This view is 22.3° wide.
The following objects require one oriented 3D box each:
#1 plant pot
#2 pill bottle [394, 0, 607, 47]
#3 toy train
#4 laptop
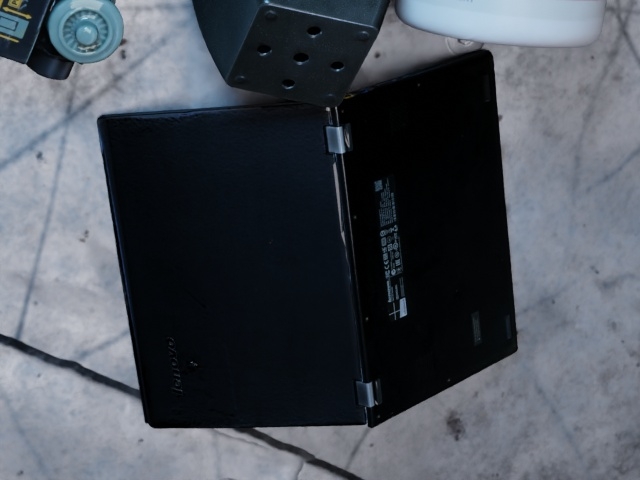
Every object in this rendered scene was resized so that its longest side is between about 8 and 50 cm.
[{"bbox_3d":[-0.022,-0.247,1.682,0.188,0.167,0.187,10,141,-18],"label":"plant pot"},{"bbox_3d":[0.210,-0.419,1.705,0.229,0.229,0.408,2,105,-16],"label":"pill bottle"},{"bbox_3d":[-0.260,-0.321,1.623,0.190,0.142,0.334,17,117,-21],"label":"toy train"},{"bbox_3d":[0.000,0.000,1.883,0.408,0.236,0.382,-22,114,-39],"label":"laptop"}]
